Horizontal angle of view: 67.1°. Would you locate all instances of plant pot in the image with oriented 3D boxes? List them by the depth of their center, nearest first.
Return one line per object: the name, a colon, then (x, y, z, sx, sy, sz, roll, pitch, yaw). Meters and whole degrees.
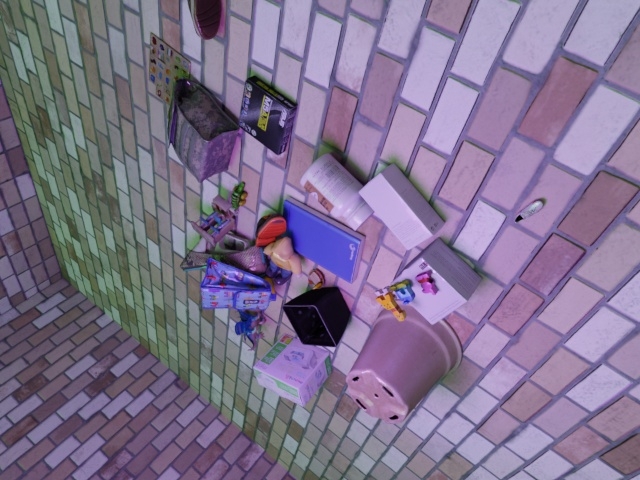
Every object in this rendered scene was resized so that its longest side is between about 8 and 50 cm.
plant pot: (0.254, 0.419, 1.608, 0.334, 0.305, 0.333, 24, 134, 27)
plant pot: (0.003, 0.276, 1.829, 0.188, 0.167, 0.188, -8, 114, 46)

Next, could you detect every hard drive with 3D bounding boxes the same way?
hard drive: (0.000, 0.000, 1.709, 0.319, 0.040, 0.210, 29, 136, 22)

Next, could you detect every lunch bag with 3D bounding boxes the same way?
lunch bag: (-0.446, -0.394, 1.706, 0.287, 0.169, 0.235, 49, 144, 11)
lunch bag: (-0.322, 0.202, 1.954, 0.294, 0.138, 0.221, 11, 150, -5)

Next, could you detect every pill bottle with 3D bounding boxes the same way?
pill bottle: (0.059, -0.144, 1.470, 0.229, 0.131, 0.131, 45, 140, 5)

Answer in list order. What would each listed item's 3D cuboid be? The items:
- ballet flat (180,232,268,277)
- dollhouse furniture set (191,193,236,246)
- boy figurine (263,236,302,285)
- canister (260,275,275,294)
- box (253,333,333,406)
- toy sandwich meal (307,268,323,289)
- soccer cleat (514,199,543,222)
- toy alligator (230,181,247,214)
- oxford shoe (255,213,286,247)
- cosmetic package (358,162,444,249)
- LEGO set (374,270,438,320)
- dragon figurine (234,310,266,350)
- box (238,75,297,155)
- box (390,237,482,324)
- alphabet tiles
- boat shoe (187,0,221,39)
ballet flat: (-0.420, 0.051, 2.069, 0.483, 0.164, 0.181, 2, 100, 35)
dollhouse furniture set: (-0.433, -0.093, 1.920, 0.129, 0.129, 0.183, 38, 158, 13)
boy figurine: (-0.140, 0.077, 1.813, 0.177, 0.092, 0.285, 37, 156, 6)
canister: (-0.289, 0.191, 2.098, 0.170, 0.073, 0.126, 13, 130, 33)
box: (-0.118, 0.567, 2.122, 0.262, 0.231, 0.126, 15, 130, 34)
toy sandwich meal: (-0.022, 0.151, 1.845, 0.086, 0.029, 0.085, 13, 113, 35)
soccer cleat: (0.514, -0.069, 1.193, 0.029, 0.036, 0.083, 48, 141, 1)
toy alligator: (-0.329, -0.151, 1.877, 0.056, 0.051, 0.189, 40, 140, 11)
oxford shoe: (-0.195, -0.056, 1.770, 0.271, 0.097, 0.098, 139, 123, -62)
cosmetic package: (0.233, -0.096, 1.391, 0.231, 0.085, 0.117, 51, 140, -1)
LEGO set: (0.243, 0.176, 1.407, 0.093, 0.087, 0.227, 54, 142, -5)
dragon figurine: (-0.336, 0.412, 2.220, 0.144, 0.289, 0.085, -19, 132, 19)
box: (-0.174, -0.398, 1.546, 0.184, 0.045, 0.190, 40, 140, 14)
box: (0.341, 0.123, 1.438, 0.182, 0.119, 0.181, 44, 141, 5)
alphabet tiles: (-0.554, -0.598, 1.759, 0.198, 0.009, 0.237, 39, 140, 11)
boat shoe: (-0.357, -0.734, 1.421, 0.095, 0.095, 0.257, 34, 134, 38)
